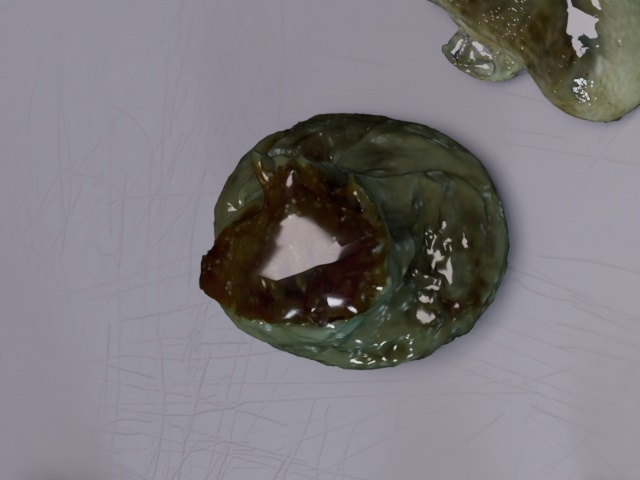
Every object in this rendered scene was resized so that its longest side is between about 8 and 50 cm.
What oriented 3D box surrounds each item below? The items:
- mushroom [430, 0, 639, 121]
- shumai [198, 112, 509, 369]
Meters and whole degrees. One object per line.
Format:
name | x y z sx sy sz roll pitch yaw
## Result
mushroom | 0.251 -0.287 1.717 0.247 0.130 0.344 -43 71 13
shumai | 0.000 0.000 1.718 0.397 0.323 0.324 7 93 25
